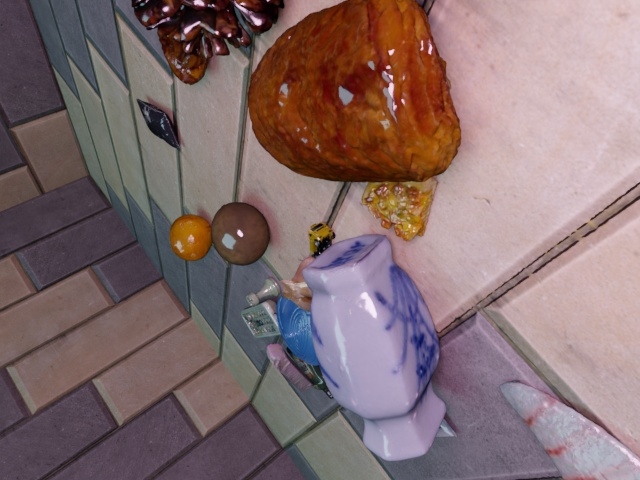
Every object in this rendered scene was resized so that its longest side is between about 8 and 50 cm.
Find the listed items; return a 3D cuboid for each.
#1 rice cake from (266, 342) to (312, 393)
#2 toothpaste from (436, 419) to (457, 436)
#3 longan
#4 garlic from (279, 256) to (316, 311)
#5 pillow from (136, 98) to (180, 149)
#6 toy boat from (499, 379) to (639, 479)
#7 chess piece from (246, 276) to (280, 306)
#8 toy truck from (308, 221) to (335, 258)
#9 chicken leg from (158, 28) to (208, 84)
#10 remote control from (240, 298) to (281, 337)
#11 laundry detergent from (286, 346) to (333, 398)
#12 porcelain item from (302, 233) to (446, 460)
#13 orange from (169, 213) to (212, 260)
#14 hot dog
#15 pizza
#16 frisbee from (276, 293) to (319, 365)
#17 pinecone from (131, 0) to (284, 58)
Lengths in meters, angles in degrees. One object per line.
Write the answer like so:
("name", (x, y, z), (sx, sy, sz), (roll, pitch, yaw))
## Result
("rice cake", (-0.101, 0.445, 1.609), (0.072, 0.056, 0.365), (49, 171, 36))
("toothpaste", (0.219, 0.457, 1.185), (0.114, 0.073, 0.299), (55, 146, 8))
("longan", (-0.229, -0.026, 1.313), (0.204, 0.159, 0.184), (57, 156, 32))
("garlic", (-0.027, 0.118, 1.211), (0.124, 0.099, 0.174), (19, 142, 23))
("pillow", (-0.539, -0.390, 1.561), (0.208, 0.055, 0.141), (33, 152, 41))
("toy boat", (0.407, 0.338, 0.747), (0.282, 0.096, 0.206), (59, 149, 27))
("chess piece", (-0.186, 0.169, 1.501), (0.067, 0.103, 0.067), (40, 147, 32))
("toy truck", (0.000, 0.000, 1.078), (0.054, 0.049, 0.083), (42, 150, 31))
("chicken leg", (-0.347, -0.506, 1.098), (0.113, 0.093, 0.304), (-33, 81, 46))
("remote control", (-0.200, 0.282, 1.686), (0.128, 0.066, 0.335), (56, 153, -2))
("laundry detergent", (-0.018, 0.418, 1.519), (0.221, 0.078, 0.144), (53, 154, 4))
("porcelain item", (0.113, 0.201, 0.907), (0.179, 0.243, 0.404), (-7, 109, 37))
("orange", (-0.477, -0.011, 1.734), (0.177, 0.155, 0.177), (0, -90, -87))
("hot dog", (0.041, -0.198, 0.677), (0.388, 0.174, 0.266), (14, 126, 55))
("pizza", (0.136, -0.059, 0.793), (0.134, 0.046, 0.175), (59, 153, -2))
("frisbee", (-0.056, 0.264, 1.383), (0.242, 0.045, 0.241), (18, 119, 38))
("pinecone", (-0.187, -0.432, 0.723), (0.298, 0.242, 0.295), (28, 139, 34))
